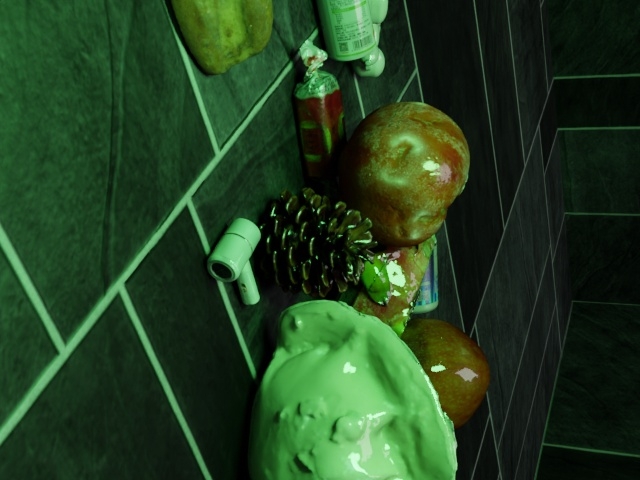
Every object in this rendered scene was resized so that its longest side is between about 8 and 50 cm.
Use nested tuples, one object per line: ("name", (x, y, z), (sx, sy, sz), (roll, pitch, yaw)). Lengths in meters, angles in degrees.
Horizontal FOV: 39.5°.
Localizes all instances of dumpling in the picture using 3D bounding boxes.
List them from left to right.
("dumpling", (0.051, 0.279, 1.256), (0.233, 0.315, 0.395), (5, 79, -59))

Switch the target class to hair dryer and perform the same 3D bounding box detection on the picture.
("hair dryer", (-0.109, 0.046, 1.215), (0.137, 0.047, 0.082), (79, 27, -42))

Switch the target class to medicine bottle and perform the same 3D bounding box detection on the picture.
("medicine bottle", (0.035, -0.390, 1.442), (0.086, 0.086, 0.183), (-57, 142, -49))
("medicine bottle", (0.179, 0.043, 1.777), (0.107, 0.107, 0.191), (-26, 116, -63))

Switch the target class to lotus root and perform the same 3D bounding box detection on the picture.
("lotus root", (-0.109, -0.291, 1.127), (0.159, 0.095, 0.135), (-58, 147, -38))

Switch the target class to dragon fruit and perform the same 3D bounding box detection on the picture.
("dragon fruit", (0.103, 0.089, 1.515), (0.268, 0.130, 0.295), (116, -2, -63))

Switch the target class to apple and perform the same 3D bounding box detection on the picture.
("apple", (0.208, 0.262, 1.749), (0.230, 0.230, 0.230), (2, 90, -66))

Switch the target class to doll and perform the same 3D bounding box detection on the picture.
("doll", (0.088, -0.369, 1.576), (0.161, 0.059, 0.160), (-82, 174, -66))

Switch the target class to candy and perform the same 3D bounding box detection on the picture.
("candy", (0.002, -0.178, 1.420), (0.086, 0.059, 0.292), (-41, 128, -54))

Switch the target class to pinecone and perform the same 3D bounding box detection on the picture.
("pinecone", (0.002, 0.007, 1.305), (0.163, 0.165, 0.163), (-34, 129, -57))

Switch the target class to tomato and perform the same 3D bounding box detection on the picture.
("tomato", (0.120, -0.103, 1.386), (0.232, 0.188, 0.232), (-64, -177, 6))
